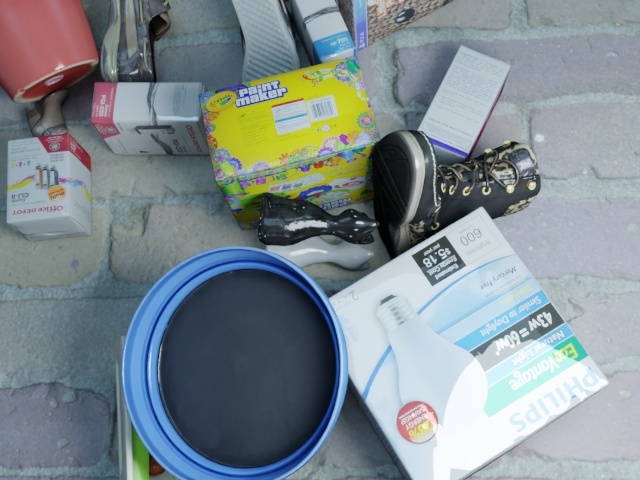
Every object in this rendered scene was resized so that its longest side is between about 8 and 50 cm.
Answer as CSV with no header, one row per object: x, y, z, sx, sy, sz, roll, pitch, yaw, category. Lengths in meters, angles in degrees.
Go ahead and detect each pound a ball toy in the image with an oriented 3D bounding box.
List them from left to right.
-0.261,0.335,1.442,0.208,0.136,0.319,0,71,-22,pound a ball toy

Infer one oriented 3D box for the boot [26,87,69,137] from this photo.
-0.560,-0.257,1.679,0.118,0.042,0.087,-38,80,-6,boot

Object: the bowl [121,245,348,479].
-0.137,0.206,1.299,0.391,0.077,0.391,-3,80,19,bowl

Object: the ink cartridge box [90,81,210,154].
-0.326,-0.241,1.590,0.217,0.158,0.092,-1,71,4,ink cartridge box

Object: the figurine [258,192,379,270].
0.000,0.000,1.468,0.209,0.215,0.092,6,67,3,figurine

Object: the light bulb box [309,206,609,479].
0.226,0.204,1.377,0.358,0.225,0.361,-31,72,-5,light bulb box

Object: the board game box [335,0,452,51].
0.160,-0.558,1.613,0.291,0.232,0.141,-29,73,-4,board game box

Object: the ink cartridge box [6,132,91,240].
-0.537,-0.102,1.580,0.128,0.127,0.176,-7,73,2,ink cartridge box

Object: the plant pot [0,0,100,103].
-0.590,-0.428,1.609,0.275,0.275,0.243,-27,96,-4,plant pot

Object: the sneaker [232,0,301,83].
-0.105,-0.400,1.651,0.126,0.127,0.321,-8,97,8,sneaker

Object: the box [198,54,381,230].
-0.046,-0.169,1.484,0.289,0.279,0.177,-13,72,-1,box

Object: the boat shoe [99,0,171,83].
-0.382,-0.476,1.697,0.130,0.132,0.355,5,82,-4,boat shoe

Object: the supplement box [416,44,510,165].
0.276,-0.254,1.573,0.114,0.111,0.220,24,76,11,supplement box

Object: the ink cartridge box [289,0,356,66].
0.004,-0.423,1.631,0.082,0.139,0.191,-19,73,-3,ink cartridge box

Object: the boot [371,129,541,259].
0.243,-0.107,1.403,0.284,0.377,0.138,-19,63,-7,boot
